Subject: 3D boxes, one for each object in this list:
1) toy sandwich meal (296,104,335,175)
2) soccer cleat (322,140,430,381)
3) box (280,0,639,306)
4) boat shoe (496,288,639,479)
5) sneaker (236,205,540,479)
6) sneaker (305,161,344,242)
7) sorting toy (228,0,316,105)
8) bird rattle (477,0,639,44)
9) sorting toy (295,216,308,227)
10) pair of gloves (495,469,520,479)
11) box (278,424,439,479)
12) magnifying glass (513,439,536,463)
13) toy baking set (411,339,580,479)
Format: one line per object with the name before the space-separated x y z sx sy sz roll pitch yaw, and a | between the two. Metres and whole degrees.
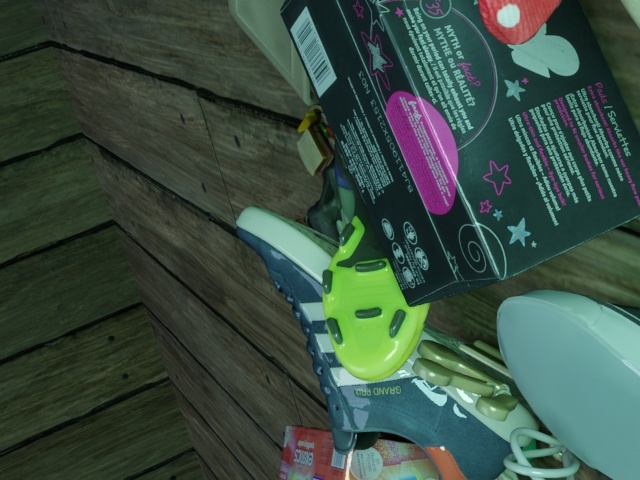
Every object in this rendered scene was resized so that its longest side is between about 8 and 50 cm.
toy sandwich meal | -0.002 -0.110 1.077 0.085 0.029 0.085 52 156 36
soccer cleat | 0.061 0.005 0.831 0.121 0.093 0.289 58 -155 -43
box | 0.097 -0.099 0.674 0.247 0.142 0.163 67 162 3
boat shoe | 0.238 0.092 0.578 0.306 0.105 0.113 20 126 56
sneaker | 0.028 0.109 0.910 0.350 0.148 0.131 40 -170 21
sneaker | 0.030 0.005 1.065 0.106 0.078 0.234 55 154 37
sorting toy | -0.046 -0.262 1.008 0.347 0.047 0.196 53 160 35
bird rattle | 0.159 -0.144 0.344 0.207 0.253 0.143 47 165 -15
sorting toy | 0.000 0.000 1.195 0.102 0.042 0.061 41 166 28
pair of gloves | 0.221 0.311 0.931 0.240 0.042 0.204 45 159 43
box | 0.046 0.309 1.154 0.300 0.142 0.154 148 132 -72
magnifying glass | 0.156 0.193 1.021 0.092 0.026 0.231 66 159 0
toy baking set | 0.171 0.142 0.717 0.256 0.197 0.030 37 109 48
